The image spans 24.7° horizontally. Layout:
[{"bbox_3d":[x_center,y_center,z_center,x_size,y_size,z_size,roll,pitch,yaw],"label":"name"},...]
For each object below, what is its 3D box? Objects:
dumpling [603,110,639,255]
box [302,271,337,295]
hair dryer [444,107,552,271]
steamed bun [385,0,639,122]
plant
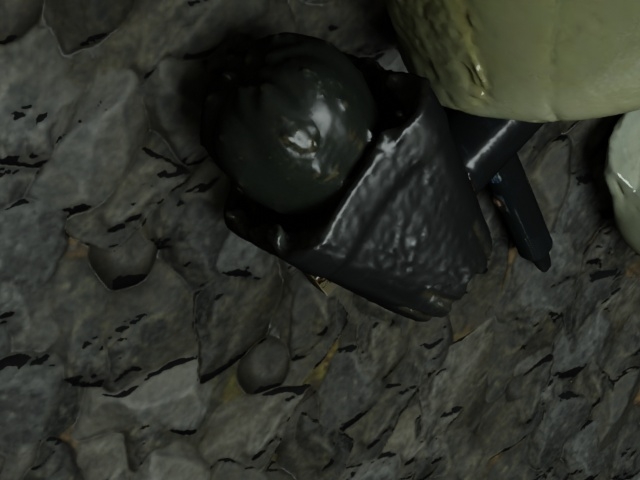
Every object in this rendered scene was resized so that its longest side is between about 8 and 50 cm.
[{"bbox_3d":[0.359,-0.057,1.391,0.252,0.131,0.179,33,72,-26],"label":"dumpling"},{"bbox_3d":[0.000,0.000,1.169,0.053,0.024,0.083,-47,134,-8],"label":"box"},{"bbox_3d":[0.175,-0.056,1.268,0.128,0.070,0.255,-47,143,-9],"label":"hair dryer"},{"bbox_3d":[0.188,-0.223,1.023,0.273,0.272,0.290,-38,130,-16],"label":"steamed bun"},{"bbox_3d":[0.017,-0.047,1.064,0.164,0.142,0.256,-50,126,-6],"label":"plant"}]
